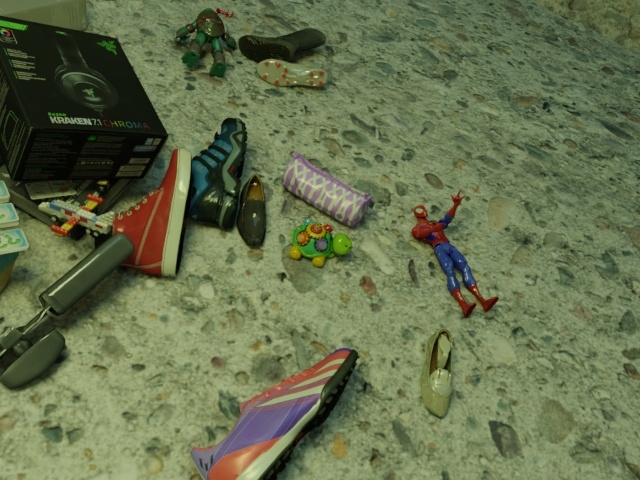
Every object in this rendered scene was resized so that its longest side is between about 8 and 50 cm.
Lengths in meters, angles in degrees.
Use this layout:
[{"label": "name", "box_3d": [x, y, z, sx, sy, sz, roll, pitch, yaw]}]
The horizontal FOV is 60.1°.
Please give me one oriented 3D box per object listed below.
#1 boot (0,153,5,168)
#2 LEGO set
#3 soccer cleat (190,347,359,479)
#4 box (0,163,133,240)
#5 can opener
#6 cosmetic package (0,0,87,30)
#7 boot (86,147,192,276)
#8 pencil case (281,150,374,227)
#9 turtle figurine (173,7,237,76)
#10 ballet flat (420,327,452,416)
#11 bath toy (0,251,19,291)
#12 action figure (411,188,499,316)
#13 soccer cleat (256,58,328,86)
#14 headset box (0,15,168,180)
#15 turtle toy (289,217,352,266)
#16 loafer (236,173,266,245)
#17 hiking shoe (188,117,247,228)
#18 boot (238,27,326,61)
[{"label": "boot", "box_3d": [-0.656, -0.250, 1.035, 0.118, 0.222, 0.338, 3, 40, 18]}, {"label": "LEGO set", "box_3d": [-0.465, -0.065, 0.936, 0.244, 0.060, 0.182, -12, 46, -35]}, {"label": "soccer cleat", "box_3d": [-0.057, 0.261, 0.864, 0.116, 0.108, 0.318, 34, 51, 19]}, {"label": "box", "box_3d": [-0.478, -0.137, 1.078, 0.183, 0.056, 0.231, 31, 56, 1]}, {"label": "can opener", "box_3d": [-0.404, 0.110, 0.894, 0.095, 0.076, 0.283, 51, 61, -14]}, {"label": "cosmetic package", "box_3d": [-0.731, -0.579, 1.398, 0.127, 0.107, 0.238, 41, 48, 15]}, {"label": "boot", "box_3d": [-0.333, -0.066, 1.024, 0.176, 0.088, 0.244, 10, 80, -5]}, {"label": "pencil case", "box_3d": [0.014, -0.109, 1.218, 0.206, 0.088, 0.086, 29, 46, 10]}, {"label": "turtle figurine", "box_3d": [-0.309, -0.554, 1.500, 0.175, 0.118, 0.234, 4, 54, -13]}, {"label": "ballet flat", "box_3d": [0.214, 0.232, 1.001, 0.057, 0.052, 0.168, 14, 48, -5]}, {"label": "bath toy", "box_3d": [-0.676, -0.015, 0.879, 0.348, 0.129, 0.151, 27, 3, -5]}, {"label": "action figure", "box_3d": [0.282, 0.006, 1.170, 0.091, 0.139, 0.280, -10, 51, -25]}, {"label": "soccer cleat", "box_3d": [-0.076, -0.457, 1.519, 0.196, 0.068, 0.076, 7, 23, -5]}, {"label": "headset box", "box_3d": [-0.455, -0.255, 0.998, 0.246, 0.131, 0.283, -7, 59, -47]}, {"label": "turtle toy", "box_3d": [0.000, 0.000, 1.131, 0.130, 0.066, 0.095, 18, 47, 0]}, {"label": "loafer", "box_3d": [-0.142, -0.065, 1.149, 0.062, 0.061, 0.170, 1, 50, -17]}, {"label": "hiking shoe", "box_3d": [-0.229, -0.164, 1.175, 0.132, 0.113, 0.304, 9, 48, -10]}, {"label": "boot", "box_3d": [-0.108, -0.575, 1.600, 0.190, 0.076, 0.208, 19, 43, 16]}]
